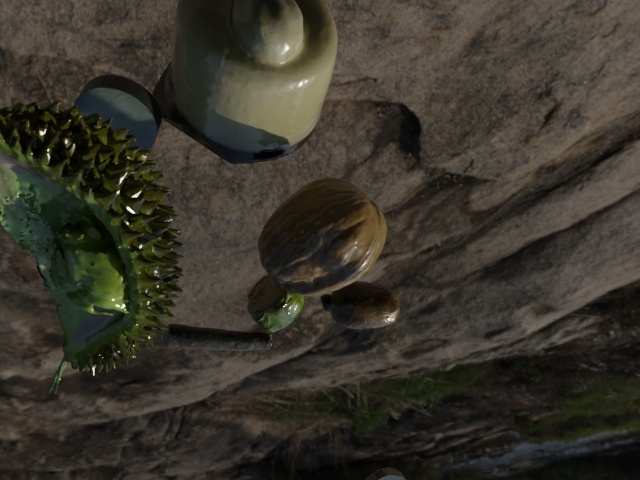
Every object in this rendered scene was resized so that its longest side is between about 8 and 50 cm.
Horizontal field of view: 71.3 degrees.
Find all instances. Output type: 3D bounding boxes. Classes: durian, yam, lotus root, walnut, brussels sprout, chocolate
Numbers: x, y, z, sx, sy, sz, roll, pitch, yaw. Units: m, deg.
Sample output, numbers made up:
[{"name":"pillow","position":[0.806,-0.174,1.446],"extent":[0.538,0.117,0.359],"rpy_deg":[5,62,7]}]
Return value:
[{"name":"durian","position":[-0.249,0.014,0.513],"extent":[0.170,0.157,0.355],"rpy_deg":[-2,123,-10]},{"name":"yam","position":[-0.262,0.256,1.158],"extent":[0.274,0.061,0.061],"rpy_deg":[10,141,-23]},{"name":"lotus root","position":[0.118,0.192,1.335],"extent":[0.260,0.145,0.128],"rpy_deg":[8,151,-22]},{"name":"walnut","position":[0.000,0.000,0.877],"extent":[0.261,0.224,0.225],"rpy_deg":[-32,139,15]},{"name":"brussels sprout","position":[-0.117,0.173,1.227],"extent":[0.152,0.149,0.122],"rpy_deg":[-25,125,10]},{"name":"chocolate","position":[-0.130,-0.354,0.822],"extent":[0.326,0.314,0.297],"rpy_deg":[34,154,9]}]

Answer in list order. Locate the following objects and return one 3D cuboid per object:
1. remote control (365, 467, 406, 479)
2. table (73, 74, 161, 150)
[{"name":"remote control","position":[0.112,0.458,0.689],"extent":[0.077,0.022,0.244],"rpy_deg":[-14,105,-12]},{"name":"table","position":[-0.345,-0.212,0.765],"extent":[0.134,0.043,0.133],"rpy_deg":[-2,139,-1]}]
